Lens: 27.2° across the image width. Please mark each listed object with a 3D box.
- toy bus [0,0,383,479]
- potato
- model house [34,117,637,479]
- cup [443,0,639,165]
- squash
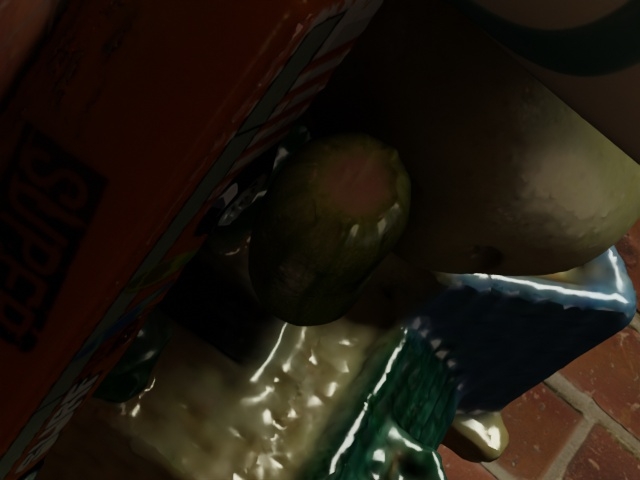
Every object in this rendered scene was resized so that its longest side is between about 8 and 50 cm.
[{"bbox_3d":[-0.121,0.020,0.564,0.409,0.093,0.092,-52,172,29],"label":"toy bus"},{"bbox_3d":[0.101,-0.137,0.711,0.221,0.243,0.326,-39,-155,59],"label":"potato"},{"bbox_3d":[0.000,0.060,0.889,0.382,0.342,0.334,-51,-178,-35],"label":"model house"},{"bbox_3d":[0.146,-0.172,0.497,0.219,0.257,0.290,-49,-178,45],"label":"cup"},{"bbox_3d":[0.000,0.000,0.619,0.066,0.066,0.229,-51,177,-13],"label":"squash"}]
